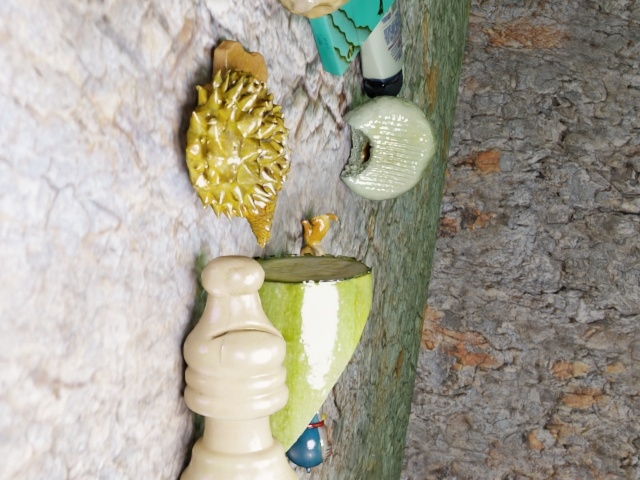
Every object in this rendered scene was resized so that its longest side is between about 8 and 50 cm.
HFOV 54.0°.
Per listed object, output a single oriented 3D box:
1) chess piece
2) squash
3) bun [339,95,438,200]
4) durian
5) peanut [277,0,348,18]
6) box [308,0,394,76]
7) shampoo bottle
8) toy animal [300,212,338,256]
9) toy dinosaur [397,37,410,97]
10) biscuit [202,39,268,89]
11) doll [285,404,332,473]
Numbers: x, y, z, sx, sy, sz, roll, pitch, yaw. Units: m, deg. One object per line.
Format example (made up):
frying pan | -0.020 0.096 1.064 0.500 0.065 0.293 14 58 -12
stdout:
chess piece | -0.099 0.168 0.707 0.124 0.139 0.307 -8 101 -32
squash | -0.024 0.157 0.840 0.189 0.189 0.260 -24 115 -71
bun | 0.121 -0.190 1.249 0.212 0.204 0.126 -54 -158 22
durian | -0.070 -0.072 0.686 0.224 0.078 0.140 75 33 -42
peanut | 0.009 -0.427 0.778 0.159 0.143 0.291 -53 152 -75
box | 0.062 -0.404 1.021 0.226 0.042 0.161 -57 154 -17
shampoo bottle | 0.109 -0.427 1.219 0.359 0.078 0.134 77 32 -51
toy animal | 0.000 0.000 1.055 0.060 0.081 0.083 -15 91 -75
toy dinosaur | 0.185 -0.388 1.531 0.167 0.053 0.242 78 25 -50
biscuit | -0.100 -0.136 0.729 0.133 0.027 0.184 -30 126 -64
doll | -0.023 0.331 1.102 0.114 0.086 0.151 118 -29 -84
